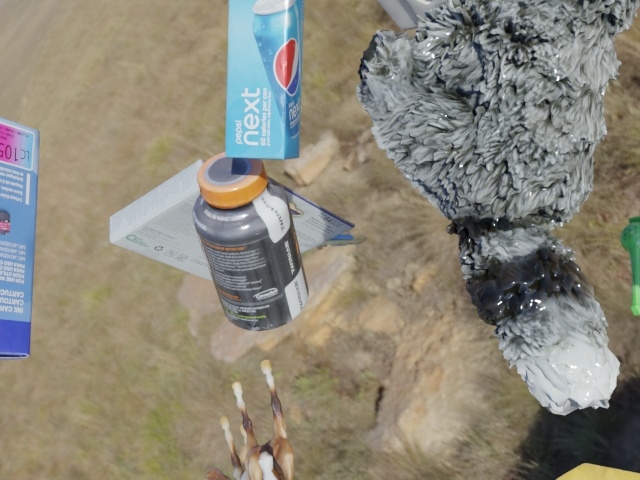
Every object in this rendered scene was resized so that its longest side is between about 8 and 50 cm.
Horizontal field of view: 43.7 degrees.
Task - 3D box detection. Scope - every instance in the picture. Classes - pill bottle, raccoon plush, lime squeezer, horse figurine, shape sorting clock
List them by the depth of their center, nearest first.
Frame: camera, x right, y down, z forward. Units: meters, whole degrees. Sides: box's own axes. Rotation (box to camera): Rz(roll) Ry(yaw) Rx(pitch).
[{"bbox_3d":[0.239,-0.116,0.691,0.299,0.216,0.446,-42,66,34],"label":"raccoon plush"},{"bbox_3d":[-0.074,0.261,0.909,0.263,0.066,0.174,113,146,-49],"label":"horse figurine"},{"bbox_3d":[-0.097,-0.001,1.082,0.131,0.245,0.130,-6,42,6],"label":"pill bottle"},{"bbox_3d":[0.583,0.000,1.403,0.059,0.110,0.310,-40,1,45],"label":"lime squeezer"},{"bbox_3d":[0.000,0.000,1.748,0.206,0.206,0.040,11,100,61],"label":"shape sorting clock"}]

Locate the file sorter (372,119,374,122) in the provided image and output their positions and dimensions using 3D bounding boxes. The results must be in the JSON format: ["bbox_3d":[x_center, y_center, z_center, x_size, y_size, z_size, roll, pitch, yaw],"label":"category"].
[{"bbox_3d":[0.195,-0.220,1.416,0.118,0.170,0.104,18,89,53],"label":"file sorter"}]

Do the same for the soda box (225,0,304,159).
[{"bbox_3d":[-0.061,-0.198,0.898,0.067,0.071,0.210,-31,-56,-74],"label":"soda box"}]

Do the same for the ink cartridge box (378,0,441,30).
[{"bbox_3d":[0.174,-0.483,1.160,0.197,0.198,0.270,-4,74,27],"label":"ink cartridge box"}]

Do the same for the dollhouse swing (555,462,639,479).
[{"bbox_3d":[0.485,0.566,1.188,0.347,0.315,0.305,3,40,30],"label":"dollhouse swing"}]

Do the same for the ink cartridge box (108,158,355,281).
[{"bbox_3d":[-0.160,-0.036,1.483,0.330,0.324,0.071,-28,56,27],"label":"ink cartridge box"}]

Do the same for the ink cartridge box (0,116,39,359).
[{"bbox_3d":[-0.539,0.040,1.121,0.270,0.151,0.395,-10,73,35],"label":"ink cartridge box"}]
